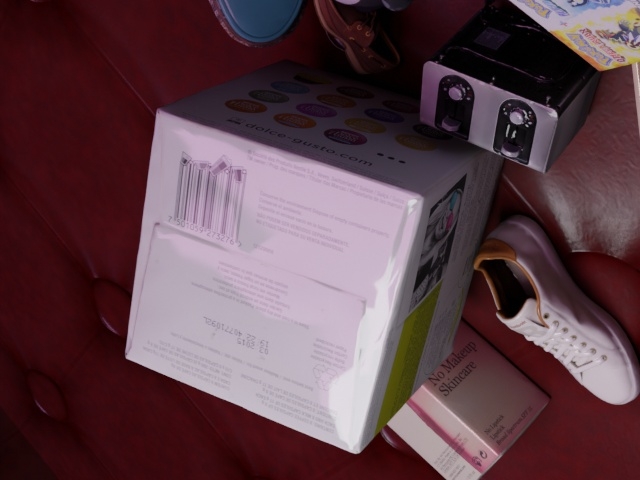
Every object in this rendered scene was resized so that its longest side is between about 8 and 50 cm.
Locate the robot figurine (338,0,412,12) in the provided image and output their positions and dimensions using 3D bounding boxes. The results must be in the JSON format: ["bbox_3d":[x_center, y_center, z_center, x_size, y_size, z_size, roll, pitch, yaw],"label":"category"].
[{"bbox_3d":[0.050,-0.376,1.322,0.209,0.173,0.278,31,168,26],"label":"robot figurine"}]

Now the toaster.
[{"bbox_3d":[0.222,-0.181,1.356,0.168,0.186,0.110,25,136,19],"label":"toaster"}]

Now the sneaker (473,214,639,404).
[{"bbox_3d":[0.297,0.114,1.530,0.290,0.123,0.106,52,139,0],"label":"sneaker"}]

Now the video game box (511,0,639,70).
[{"bbox_3d":[0.280,-0.251,1.160,0.205,0.048,0.187,31,165,-26],"label":"video game box"}]

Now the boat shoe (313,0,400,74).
[{"bbox_3d":[0.049,-0.278,1.498,0.060,0.064,0.178,5,152,33],"label":"boat shoe"}]

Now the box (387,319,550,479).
[{"bbox_3d":[0.185,0.220,1.696,0.232,0.148,0.127,42,139,13],"label":"box"}]

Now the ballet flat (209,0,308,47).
[{"bbox_3d":[-0.098,-0.492,1.457,0.182,0.164,0.483,-119,19,-63],"label":"ballet flat"}]

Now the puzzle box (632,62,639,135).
[{"bbox_3d":[0.460,-0.085,1.238,0.272,0.052,0.409,19,131,50],"label":"puzzle box"}]

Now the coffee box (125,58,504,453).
[{"bbox_3d":[0.000,0.000,1.477,0.337,0.334,0.338,20,116,20],"label":"coffee box"}]
